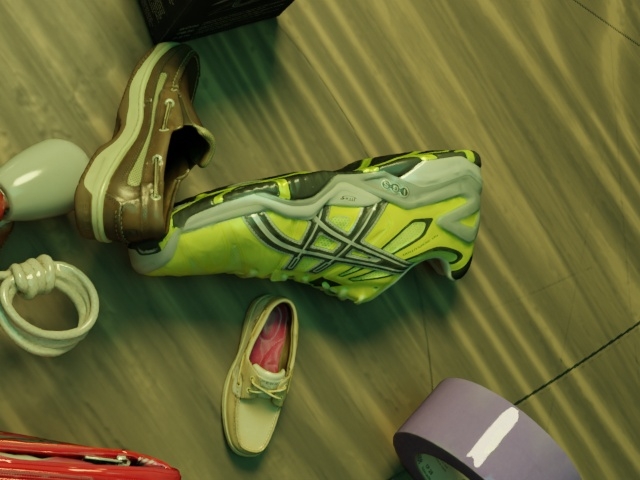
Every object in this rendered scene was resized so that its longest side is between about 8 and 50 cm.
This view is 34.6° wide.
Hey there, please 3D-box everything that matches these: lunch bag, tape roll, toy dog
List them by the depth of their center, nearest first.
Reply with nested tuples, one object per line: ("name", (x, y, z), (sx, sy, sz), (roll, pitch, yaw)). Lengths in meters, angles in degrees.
("lunch bag", (-0.269, 0.221, 0.846), (0.293, 0.258, 0.120), (10, 80, -21))
("toy dog", (-0.376, 0.005, 0.916), (0.334, 0.161, 0.220), (1, 79, -37))
("tape roll", (0.171, 0.235, 1.057), (0.080, 0.189, 0.189), (-45, 100, -20))

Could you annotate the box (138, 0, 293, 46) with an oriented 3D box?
("box", (-0.091, -0.283, 1.011), (0.153, 0.207, 0.108), (-20, 91, -23))

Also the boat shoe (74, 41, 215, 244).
("boat shoe", (-0.144, -0.092, 0.984), (0.095, 0.095, 0.257), (8, 51, 9))

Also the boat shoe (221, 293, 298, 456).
("boat shoe", (-0.059, 0.136, 1.048), (0.063, 0.059, 0.170), (12, 79, -20))

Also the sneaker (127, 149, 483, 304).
("sneaker", (0.000, 0.000, 1.049), (0.385, 0.145, 0.147), (-10, 98, -16))
